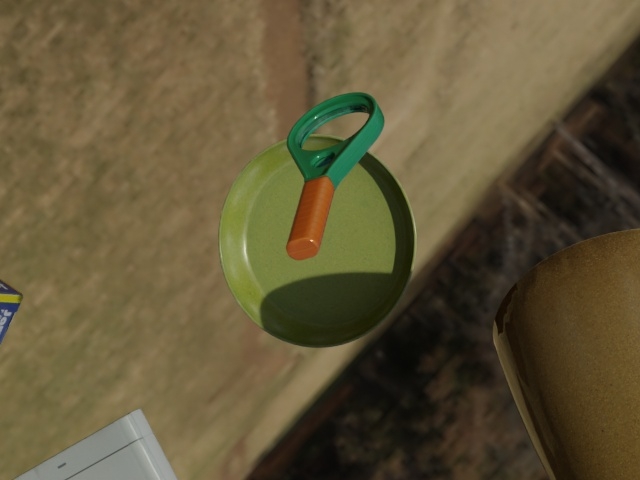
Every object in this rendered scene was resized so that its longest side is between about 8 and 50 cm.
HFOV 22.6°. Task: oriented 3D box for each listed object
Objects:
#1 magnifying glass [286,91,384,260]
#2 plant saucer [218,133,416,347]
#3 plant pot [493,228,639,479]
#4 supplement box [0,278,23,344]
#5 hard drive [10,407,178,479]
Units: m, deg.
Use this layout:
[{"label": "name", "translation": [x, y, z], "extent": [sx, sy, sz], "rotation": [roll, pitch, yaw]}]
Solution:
[{"label": "magnifying glass", "translation": [0.004, -0.061, 1.427], "extent": [0.092, 0.026, 0.231], "rotation": [-15, -149, 22]}, {"label": "plant saucer", "translation": [0.000, 0.000, 1.813], "extent": [0.241, 0.241, 0.037], "rotation": [-49, 165, 17]}, {"label": "plant pot", "translation": [0.275, 0.160, 1.319], "extent": [0.237, 0.237, 0.254], "rotation": [-51, -150, 38]}, {"label": "supplement box", "translation": [-0.606, 0.072, 2.113], "extent": [0.195, 0.357, 0.194], "rotation": [8, 109, -61]}, {"label": "hard drive", "translation": [-0.229, 0.410, 1.944], "extent": [0.233, 0.353, 0.047], "rotation": [-31, 175, 26]}]
